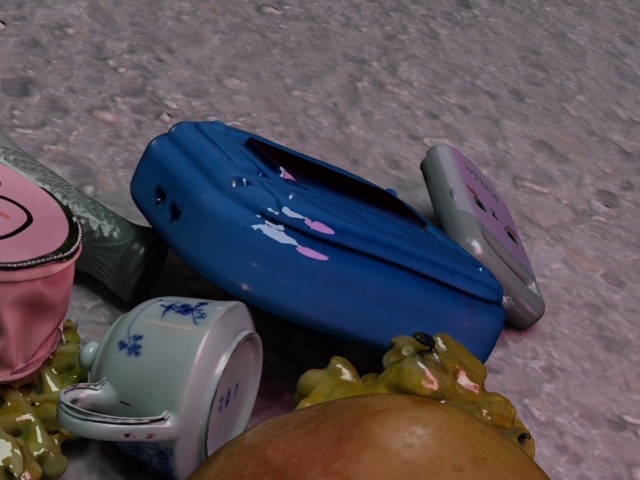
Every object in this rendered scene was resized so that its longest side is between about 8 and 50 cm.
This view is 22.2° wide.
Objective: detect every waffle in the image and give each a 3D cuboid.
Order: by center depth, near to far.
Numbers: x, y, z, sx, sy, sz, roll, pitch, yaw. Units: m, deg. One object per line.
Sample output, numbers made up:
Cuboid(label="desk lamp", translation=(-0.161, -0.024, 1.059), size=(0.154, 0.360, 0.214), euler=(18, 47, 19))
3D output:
Cuboid(label="waffle", translation=(-0.339, 0.104, 1.343), size=(0.317, 0.073, 0.297), euler=(16, 33, -5))

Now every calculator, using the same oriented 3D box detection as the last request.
Cuboid(label="calculator", translation=(0.171, -0.006, 1.730), size=(0.141, 0.045, 0.246), euler=(43, 21, -31))

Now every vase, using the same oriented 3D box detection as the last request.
Cuboid(label="vase", translation=(-0.253, -0.022, 1.559), size=(0.219, 0.096, 0.096), euler=(29, 34, 11))

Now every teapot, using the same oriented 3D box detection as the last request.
Cuboid(label="teapot", translation=(-0.138, 0.116, 1.366), size=(0.159, 0.159, 0.232), euler=(26, 23, 11))

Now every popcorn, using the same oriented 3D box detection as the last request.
Cuboid(label="popcorn", translation=(0.072, 0.171, 1.360), size=(0.218, 0.169, 0.189), euler=(6, 36, -30))

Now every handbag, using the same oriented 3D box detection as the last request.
Cuboid(label="handbag", translation=(-0.287, 0.017, 1.339), size=(0.179, 0.116, 0.205), euler=(29, 26, 6))

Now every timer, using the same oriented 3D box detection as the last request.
Cuboid(label="timer", translation=(0.000, 0.000, 1.526), size=(0.340, 0.115, 0.309), euler=(20, 11, -30))

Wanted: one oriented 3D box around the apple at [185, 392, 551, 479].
Cuboid(label="apple", translation=(0.035, 0.272, 1.056), size=(0.338, 0.338, 0.305), euler=(33, 19, 21))
